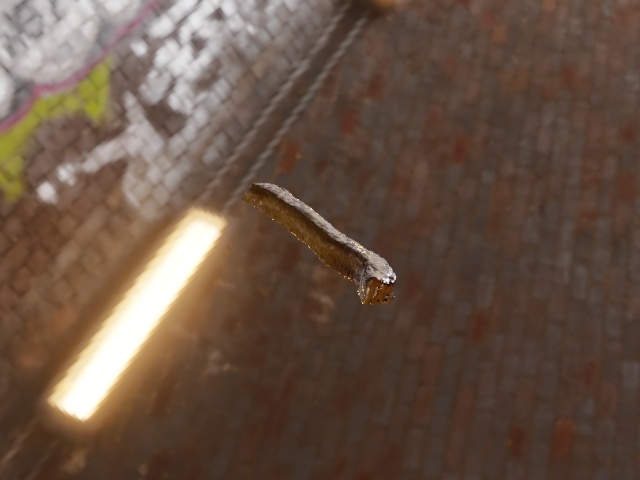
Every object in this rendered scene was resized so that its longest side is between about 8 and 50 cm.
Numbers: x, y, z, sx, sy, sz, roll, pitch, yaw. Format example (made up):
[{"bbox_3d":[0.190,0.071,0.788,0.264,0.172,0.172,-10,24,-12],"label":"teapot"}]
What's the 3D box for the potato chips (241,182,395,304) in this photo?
[{"bbox_3d":[0.000,0.000,0.868,0.204,0.037,0.026,41,-65,58],"label":"potato chips"}]
